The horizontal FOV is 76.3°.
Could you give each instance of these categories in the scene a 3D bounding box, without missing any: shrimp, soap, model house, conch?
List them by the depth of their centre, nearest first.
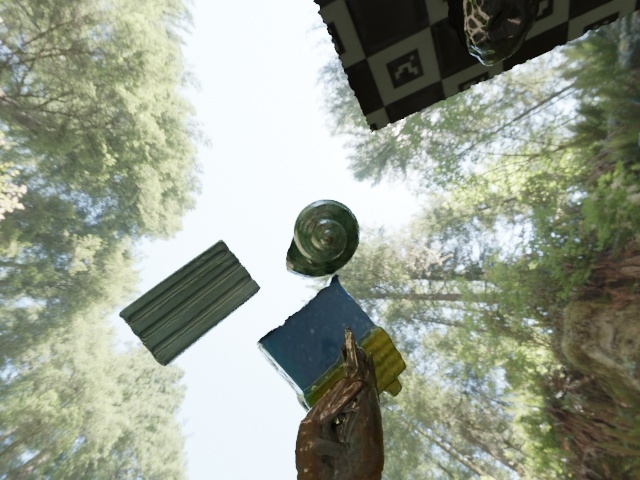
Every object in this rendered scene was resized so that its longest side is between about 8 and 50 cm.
[{"bbox_3d":[-0.210,0.102,0.674,0.198,0.063,0.115,-38,-93,-21],"label":"soap"},{"bbox_3d":[0.034,0.315,0.716,0.168,0.077,0.318,4,-104,-25],"label":"shrimp"},{"bbox_3d":[0.001,0.003,0.831,0.175,0.188,0.122,-29,-117,-9],"label":"conch"},{"bbox_3d":[0.031,0.265,0.917,0.237,0.216,0.303,-38,-104,-20],"label":"model house"}]

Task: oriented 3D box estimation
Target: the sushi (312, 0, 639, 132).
[{"bbox_3d":[0.144,-0.244,0.262,0.342,0.359,0.064,-21,-126,14],"label":"sushi"}]
